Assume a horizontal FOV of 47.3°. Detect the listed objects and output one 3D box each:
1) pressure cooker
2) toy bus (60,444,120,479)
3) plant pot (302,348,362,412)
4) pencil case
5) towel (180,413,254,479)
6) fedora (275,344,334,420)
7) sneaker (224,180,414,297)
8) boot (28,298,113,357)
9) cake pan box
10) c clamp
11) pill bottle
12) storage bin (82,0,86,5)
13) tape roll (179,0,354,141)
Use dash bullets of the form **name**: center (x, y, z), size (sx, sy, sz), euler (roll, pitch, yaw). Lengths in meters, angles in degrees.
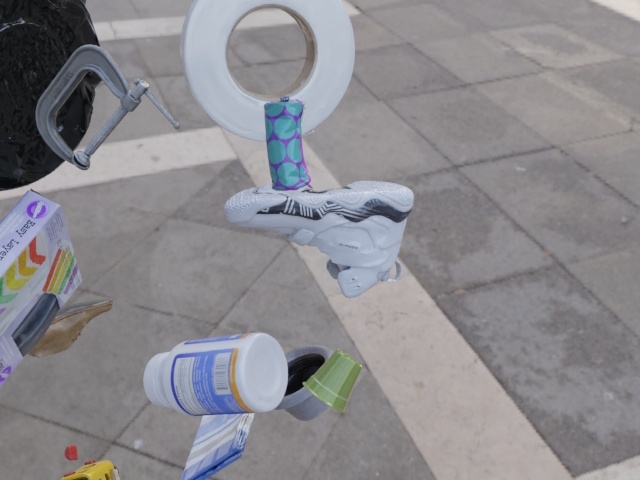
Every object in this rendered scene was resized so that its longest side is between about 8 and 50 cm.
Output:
- **pressure cooker**: center (-0.620, -0.294, 1.167), size (0.420, 0.376, 0.369), euler (21, 20, 24)
- **toy bus**: center (-0.566, 0.614, 1.862), size (0.104, 0.191, 0.202), euler (-17, 43, 12)
- **plant pot**: center (0.027, 0.222, 1.181), size (0.083, 0.083, 0.079), euler (33, 89, 38)
- **pencil case**: center (-0.053, -0.158, 1.199), size (0.070, 0.152, 0.064), euler (-4, 6, 8)
- **towel**: center (-0.224, 0.423, 1.657), size (0.209, 0.034, 0.285), euler (-37, 18, 23)
- **fedora**: center (-0.044, 0.414, 2.044), size (0.243, 0.124, 0.275), euler (-41, 18, -26)
- **sneaker**: center (0.000, 0.000, 1.410), size (0.365, 0.210, 0.137), euler (-3, 17, -12)
- **boot**: center (-0.755, 0.257, 2.202), size (0.112, 0.115, 0.305), euler (-8, 10, 46)
- **cake pan box**: center (-0.493, 0.088, 1.171), size (0.070, 0.267, 0.246), euler (27, 57, 7)
- **c clamp**: center (-0.246, -0.135, 0.798), size (0.160, 0.137, 0.022), euler (-34, 1, 29)
- **pill bottle**: center (-0.213, 0.269, 1.443), size (0.271, 0.152, 0.152), euler (-11, 26, 32)
- **storage bin**: center (-0.570, -0.558, 1.612), size (0.098, 0.135, 0.091), euler (16, 44, -16)
- **tape roll**: center (-0.113, -0.412, 1.612), size (0.391, 0.392, 0.072), euler (-11, 22, -15)
